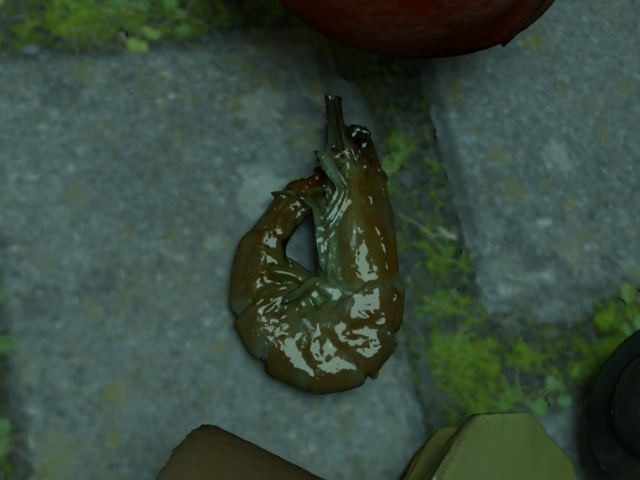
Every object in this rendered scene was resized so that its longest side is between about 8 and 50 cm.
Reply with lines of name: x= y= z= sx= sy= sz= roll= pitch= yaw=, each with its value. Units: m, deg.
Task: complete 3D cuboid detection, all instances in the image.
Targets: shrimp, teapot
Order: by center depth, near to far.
teapot: x=0.234 y=0.116 z=0.596 sx=0.108 sy=0.149 sz=0.111 roll=32 pitch=89 yaw=-32
shrimp: x=0.000 y=0.000 z=0.614 sx=0.099 sy=0.041 sz=0.180 roll=3 pitch=72 yaw=-2

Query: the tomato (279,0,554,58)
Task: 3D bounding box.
tomato: x=0.049 y=-0.239 z=0.588 sx=0.265 sy=0.265 sz=0.264 roll=6 pitch=70 yaw=-16

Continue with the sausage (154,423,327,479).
sausage: x=0.029 y=0.185 z=0.460 sx=0.253 sy=0.123 sz=0.123 roll=23 pitch=64 yaw=16

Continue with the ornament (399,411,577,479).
ornament: x=0.115 y=0.203 z=0.555 sx=0.201 sy=0.059 sz=0.180 roll=41 pitch=54 yaw=-2
